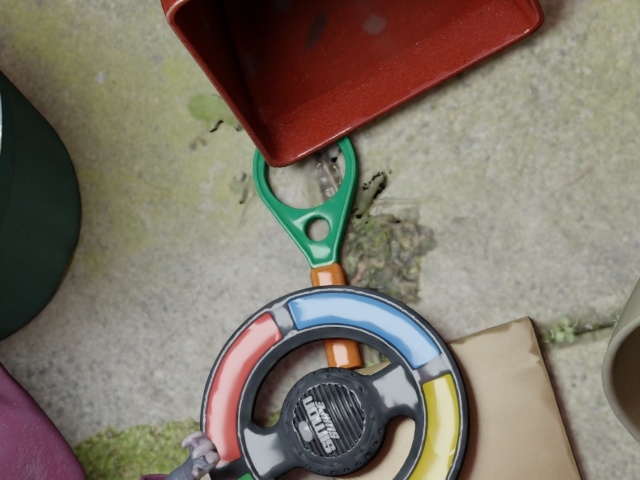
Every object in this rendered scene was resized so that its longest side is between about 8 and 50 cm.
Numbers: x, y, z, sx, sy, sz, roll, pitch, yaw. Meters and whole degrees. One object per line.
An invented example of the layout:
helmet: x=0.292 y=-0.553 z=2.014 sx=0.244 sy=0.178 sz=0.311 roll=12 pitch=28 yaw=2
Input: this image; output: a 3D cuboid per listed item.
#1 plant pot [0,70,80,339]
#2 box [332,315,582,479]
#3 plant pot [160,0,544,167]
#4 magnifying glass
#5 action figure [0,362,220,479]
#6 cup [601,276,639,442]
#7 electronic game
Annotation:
plant pot: x=-0.369 y=-0.047 z=1.646 sx=0.341 sy=0.334 sz=0.341 roll=-2 pitch=80 yaw=11
box: x=0.105 y=0.171 z=1.671 sx=0.201 sy=0.021 sz=0.164 roll=-18 pitch=77 yaw=8
plant pot: x=-0.005 y=-0.267 z=1.655 sx=0.267 sy=0.267 sz=0.236 roll=-28 pitch=59 yaw=5
magnifying glass: x=0.000 y=0.000 z=1.723 sx=0.092 sy=0.026 sz=0.231 roll=-13 pitch=76 yaw=9
action figure: x=-0.212 y=0.272 z=1.627 sx=0.370 sy=0.275 sz=0.248 roll=43 pitch=54 yaw=-18
cup: x=0.398 y=0.035 z=1.511 sx=0.331 sy=0.331 sz=0.237 roll=10 pitch=58 yaw=13
electronic game: x=0.010 y=0.150 z=1.658 sx=0.229 sy=0.048 sz=0.229 roll=-2 pitch=81 yaw=13
